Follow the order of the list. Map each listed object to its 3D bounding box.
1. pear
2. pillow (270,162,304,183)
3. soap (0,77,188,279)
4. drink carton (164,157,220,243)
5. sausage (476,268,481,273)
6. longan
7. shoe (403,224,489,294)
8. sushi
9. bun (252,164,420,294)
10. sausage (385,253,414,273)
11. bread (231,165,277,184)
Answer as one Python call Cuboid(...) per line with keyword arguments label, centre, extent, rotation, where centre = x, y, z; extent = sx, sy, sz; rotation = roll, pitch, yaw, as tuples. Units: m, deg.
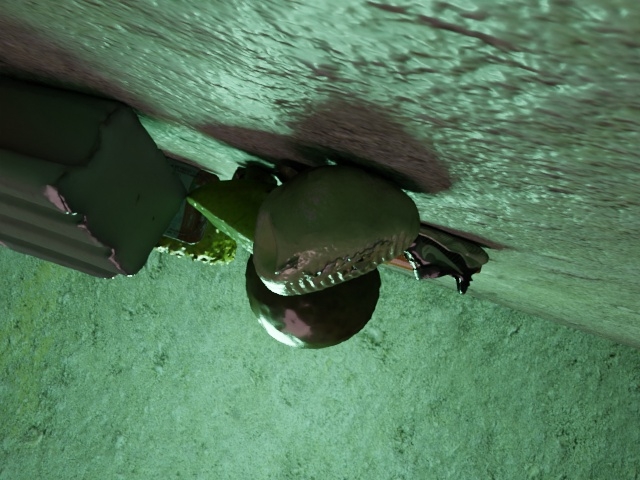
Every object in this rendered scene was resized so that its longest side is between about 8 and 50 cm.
Cuboid(label="pear", centre=(-0.126, -0.050, 1.323), extent=(0.239, 0.139, 0.288), rotation=(28, 173, -2))
Cuboid(label="pillow", centre=(-0.027, -0.101, 1.274), extent=(0.130, 0.033, 0.217), rotation=(23, 177, -5))
Cuboid(label="soap", centre=(-0.491, -0.112, 1.311), extent=(0.435, 0.213, 0.350), rotation=(15, 152, 29))
Cuboid(label="drink carton", centre=(-0.371, -0.117, 1.816), extent=(0.191, 0.185, 0.189), rotation=(17, -172, -16))
Cuboid(label="sausage", centre=(0.326, 0.045, 1.724), extent=(0.131, 0.041, 0.039), rotation=(17, -178, 10))
Cuboid(label="longan", centre=(-0.023, 0.116, 2.017), extent=(0.391, 0.391, 0.391), rotation=(18, 177, 1))
Cuboid(label="shoe", centre=(0.232, 0.036, 1.473), extent=(0.228, 0.112, 0.099), rotation=(17, 178, -7))
Cuboid(label="sushi", centre=(-0.444, -0.059, 2.325), extent=(0.397, 0.240, 0.351), rotation=(14, 177, 10))
Cuboid(label="bun", centre=(0.020, -0.021, 1.075), extent=(0.273, 0.168, 0.273), rotation=(-17, 164, -5))
Cuboid(label="sausage", centre=(0.123, 0.001, 1.667), extent=(0.312, 0.093, 0.093), rotation=(17, 177, 16))
Cuboid(label="bread", centre=(-0.129, -0.111, 1.421), extent=(0.082, 0.060, 0.113), rotation=(22, 174, -18))
